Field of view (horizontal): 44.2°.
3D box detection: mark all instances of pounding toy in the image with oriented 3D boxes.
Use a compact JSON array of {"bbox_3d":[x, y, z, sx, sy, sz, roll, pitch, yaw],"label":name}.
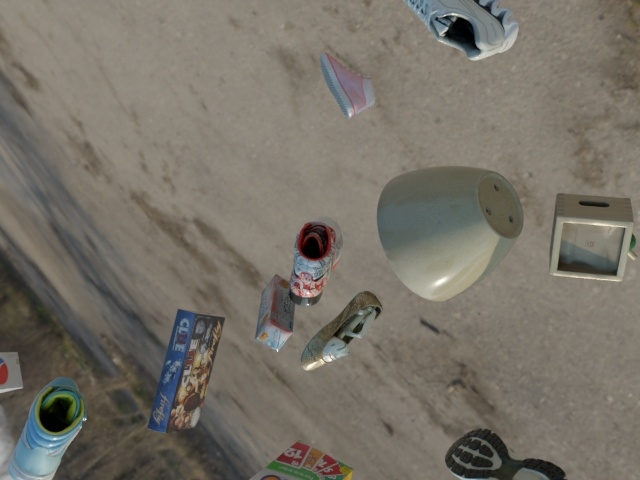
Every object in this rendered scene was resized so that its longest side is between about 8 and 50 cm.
[{"bbox_3d":[0.436,-0.004,1.237,0.141,0.100,0.130,5,125,13],"label":"pounding toy"}]

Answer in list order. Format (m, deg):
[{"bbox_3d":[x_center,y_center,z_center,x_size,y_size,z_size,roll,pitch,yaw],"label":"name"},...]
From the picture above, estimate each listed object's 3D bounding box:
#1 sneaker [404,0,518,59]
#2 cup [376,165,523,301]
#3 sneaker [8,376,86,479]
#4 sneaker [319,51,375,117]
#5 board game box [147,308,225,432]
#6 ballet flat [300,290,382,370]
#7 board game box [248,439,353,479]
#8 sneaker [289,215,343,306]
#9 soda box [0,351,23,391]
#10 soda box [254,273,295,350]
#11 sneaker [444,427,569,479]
[{"bbox_3d":[0.221,-0.436,1.451,0.292,0.118,0.110,39,144,16],"label":"sneaker"},{"bbox_3d":[0.333,-0.045,1.857,0.237,0.331,0.331,-26,103,45],"label":"cup"},{"bbox_3d":[-0.572,0.369,1.750,0.127,0.208,0.319,24,-155,-16],"label":"sneaker"},{"bbox_3d":[0.051,-0.285,1.403,0.051,0.070,0.134,91,153,-71],"label":"sneaker"},{"bbox_3d":[-0.273,0.268,1.628,0.042,0.243,0.165,12,175,16],"label":"board game box"},{"bbox_3d":[0.046,0.185,1.564,0.067,0.206,0.073,30,164,45],"label":"ballet flat"},{"bbox_3d":[-0.059,0.442,1.380,0.124,0.259,0.039,22,116,26],"label":"board game box"},{"bbox_3d":[0.001,0.001,1.669,0.090,0.270,0.145,15,132,5],"label":"sneaker"},{"bbox_3d":[-0.629,0.243,1.422,0.216,0.069,0.073,33,-136,-77],"label":"soda box"},{"bbox_3d":[-0.093,0.150,1.674,0.058,0.063,0.183,31,-155,-14],"label":"soda box"},{"bbox_3d":[0.468,0.613,1.961,0.410,0.158,0.182,18,143,60],"label":"sneaker"}]
